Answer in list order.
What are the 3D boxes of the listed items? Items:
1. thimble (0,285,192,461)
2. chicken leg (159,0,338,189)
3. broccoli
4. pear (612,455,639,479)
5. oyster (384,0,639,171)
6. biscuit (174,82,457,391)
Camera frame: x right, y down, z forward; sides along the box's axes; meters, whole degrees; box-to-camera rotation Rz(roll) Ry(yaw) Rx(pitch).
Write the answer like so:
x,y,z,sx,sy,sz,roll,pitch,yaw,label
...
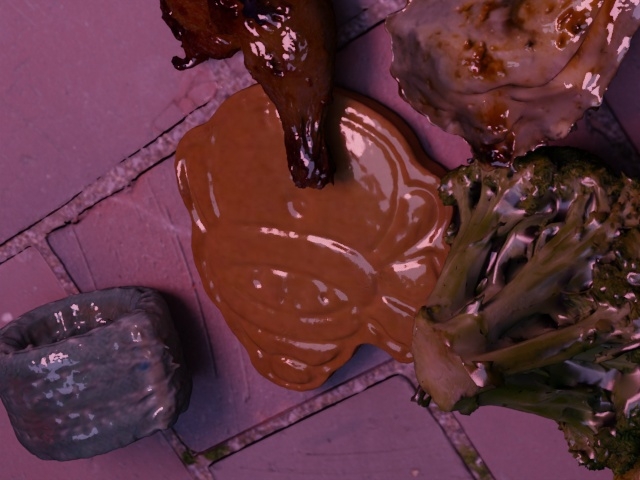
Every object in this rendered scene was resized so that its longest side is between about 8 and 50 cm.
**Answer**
x,y,z,sx,sy,sz,roll,pitch,yaw,label
-0.253,0.146,1.757,0.235,0.198,0.143,-8,110,33,thimble
-0.069,-0.205,1.575,0.322,0.083,0.177,44,122,14,chicken leg
0.212,0.071,1.480,0.321,0.283,0.304,41,142,39,broccoli
0.349,0.251,1.592,0.107,0.107,0.131,19,121,15,pear
0.215,-0.223,1.410,0.337,0.133,0.198,-40,106,17,oyster
0.000,0.000,1.668,0.312,0.057,0.351,1,111,25,biscuit
